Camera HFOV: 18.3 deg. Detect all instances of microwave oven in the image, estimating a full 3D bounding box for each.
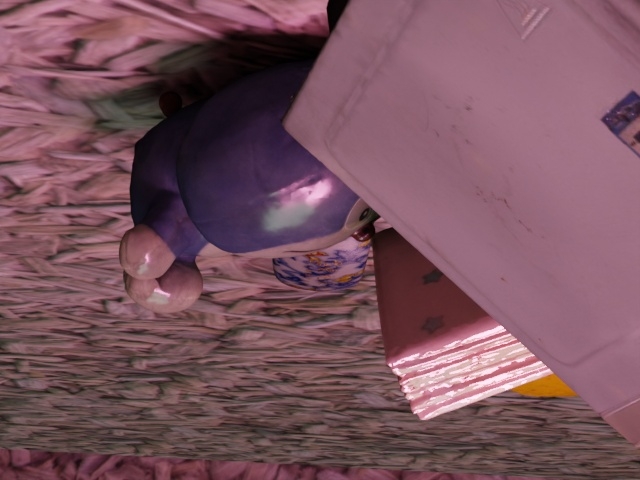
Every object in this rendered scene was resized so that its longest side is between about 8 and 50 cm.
[{"bbox_3d":[0.168,-0.092,0.886,0.286,0.218,0.355,43,163,3],"label":"microwave oven"}]

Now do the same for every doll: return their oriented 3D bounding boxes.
[{"bbox_3d":[-0.030,-0.046,1.400,0.228,0.154,0.258,-27,-168,-33],"label":"doll"}]

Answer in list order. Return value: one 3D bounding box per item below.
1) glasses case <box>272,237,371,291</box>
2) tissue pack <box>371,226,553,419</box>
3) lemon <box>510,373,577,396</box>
[{"bbox_3d":[0.000,0.000,1.737,0.087,0.065,0.248,6,167,0],"label":"glasses case"},{"bbox_3d":[0.196,0.000,1.285,0.325,0.170,0.071,-21,121,8],"label":"tissue pack"},{"bbox_3d":[0.176,0.018,1.487,0.260,0.204,0.204,17,161,-34],"label":"lemon"}]
